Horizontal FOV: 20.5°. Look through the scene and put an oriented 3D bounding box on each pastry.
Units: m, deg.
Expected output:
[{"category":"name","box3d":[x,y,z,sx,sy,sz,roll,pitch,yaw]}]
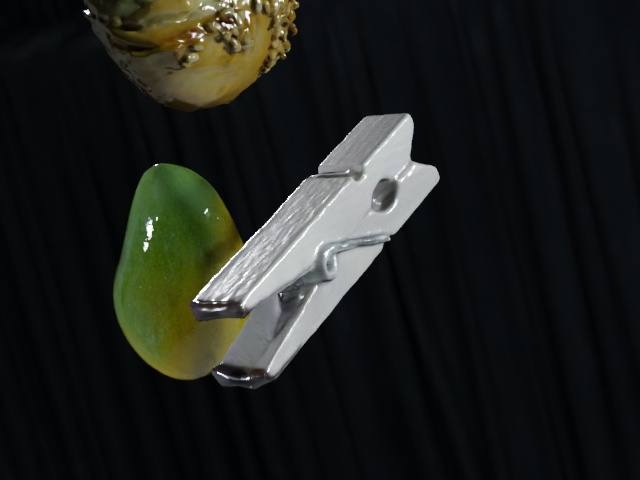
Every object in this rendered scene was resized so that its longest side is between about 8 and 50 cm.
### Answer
[{"category":"pastry","box3d":[-0.143,-0.286,1.743,0.162,0.311,0.255,-28,4,34]}]

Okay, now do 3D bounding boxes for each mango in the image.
[{"category":"mango","box3d":[-0.145,0.035,1.894,0.156,0.251,0.114,25,32,28]}]

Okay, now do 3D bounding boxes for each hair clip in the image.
[{"category":"hair clip","box3d":[-0.003,0.000,1.712,0.085,0.101,0.331,-5,34,42]}]
